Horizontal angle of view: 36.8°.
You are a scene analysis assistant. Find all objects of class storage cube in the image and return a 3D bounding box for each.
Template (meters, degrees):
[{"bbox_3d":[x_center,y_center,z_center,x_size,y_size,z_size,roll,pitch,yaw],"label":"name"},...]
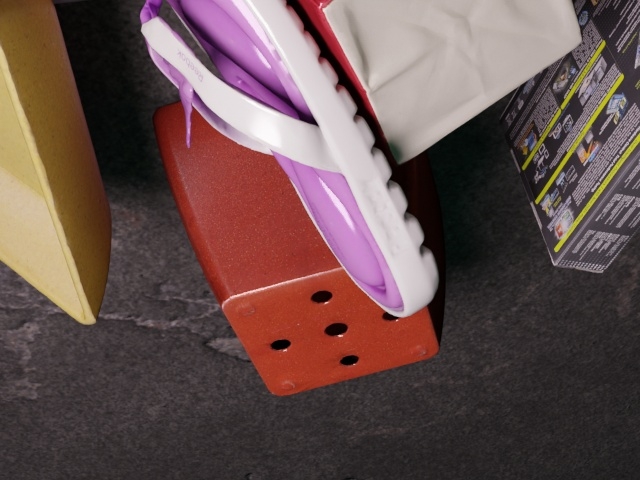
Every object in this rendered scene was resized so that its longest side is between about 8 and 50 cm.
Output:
[{"bbox_3d":[0.061,-0.210,0.754,0.215,0.193,0.183,-35,139,-2],"label":"storage cube"}]

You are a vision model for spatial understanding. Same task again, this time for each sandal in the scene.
[{"bbox_3d":[-0.052,-0.096,0.731,0.102,0.169,0.416,-39,100,-16],"label":"sandal"}]

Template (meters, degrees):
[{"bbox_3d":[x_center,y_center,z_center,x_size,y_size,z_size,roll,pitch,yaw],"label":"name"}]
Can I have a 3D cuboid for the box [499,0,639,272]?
[{"bbox_3d":[0.277,-0.137,0.904,0.060,0.216,0.270,7,135,-19],"label":"box"}]

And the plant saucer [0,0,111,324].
[{"bbox_3d":[-0.298,-0.127,0.794,0.081,0.333,0.332,-42,150,-30],"label":"plant saucer"}]

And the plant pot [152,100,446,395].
[{"bbox_3d":[0.000,0.000,0.989,0.267,0.235,0.267,-16,138,6],"label":"plant pot"}]

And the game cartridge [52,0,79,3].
[{"bbox_3d":[-0.176,-0.289,0.768,0.297,0.062,0.198,-8,143,-2],"label":"game cartridge"}]
